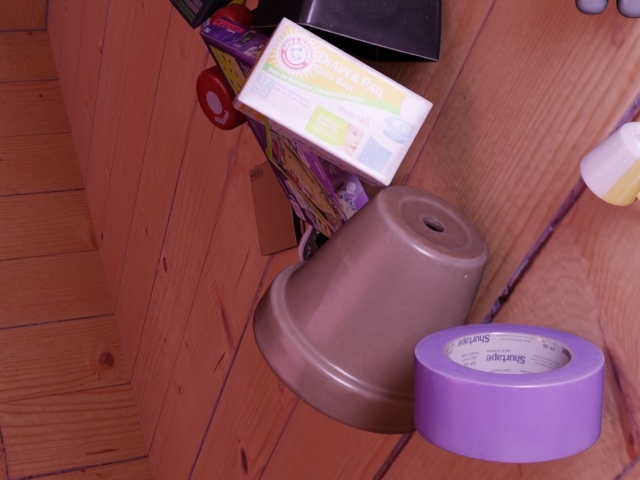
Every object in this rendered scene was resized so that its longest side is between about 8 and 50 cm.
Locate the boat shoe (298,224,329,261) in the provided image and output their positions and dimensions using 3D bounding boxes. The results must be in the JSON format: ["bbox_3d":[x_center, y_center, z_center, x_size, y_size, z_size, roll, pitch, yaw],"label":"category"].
[{"bbox_3d":[0.000,0.000,1.778,0.142,0.049,0.040,107,148,-42],"label":"boat shoe"}]

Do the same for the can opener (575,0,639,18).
[{"bbox_3d":[0.271,-0.336,0.979,0.093,0.074,0.280,-55,-30,-68],"label":"can opener"}]

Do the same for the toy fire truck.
[{"bbox_3d":[-0.036,-0.232,1.691,0.254,0.169,0.302,47,146,19],"label":"toy fire truck"}]

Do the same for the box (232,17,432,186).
[{"bbox_3d":[0.011,-0.160,1.340,0.114,0.203,0.103,-62,7,-2],"label":"box"}]

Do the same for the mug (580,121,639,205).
[{"bbox_3d":[0.286,-0.071,1.031,0.064,0.078,0.062,-56,12,47],"label":"mug"}]

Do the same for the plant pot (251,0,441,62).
[{"bbox_3d":[0.043,-0.323,1.403,0.187,0.188,0.166,-160,80,-67],"label":"plant pot"}]

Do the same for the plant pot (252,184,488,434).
[{"bbox_3d":[0.080,0.062,1.364,0.229,0.263,0.263,-61,37,29],"label":"plant pot"}]

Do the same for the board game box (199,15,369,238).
[{"bbox_3d":[-0.033,-0.136,1.564,0.208,0.056,0.346,41,163,52],"label":"board game box"}]

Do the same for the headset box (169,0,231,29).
[{"bbox_3d":[-0.105,-0.455,1.605,0.131,0.246,0.283,50,158,-3],"label":"headset box"}]

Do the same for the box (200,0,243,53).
[{"bbox_3d":[-0.188,-0.445,2.132,0.178,0.043,0.109,121,138,-58],"label":"box"}]

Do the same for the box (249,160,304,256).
[{"bbox_3d":[-0.077,-0.061,1.993,0.201,0.021,0.164,163,100,-68],"label":"box"}]

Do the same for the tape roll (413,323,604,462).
[{"bbox_3d":[0.188,0.149,1.144,0.189,0.189,0.080,-149,56,-64],"label":"tape roll"}]
